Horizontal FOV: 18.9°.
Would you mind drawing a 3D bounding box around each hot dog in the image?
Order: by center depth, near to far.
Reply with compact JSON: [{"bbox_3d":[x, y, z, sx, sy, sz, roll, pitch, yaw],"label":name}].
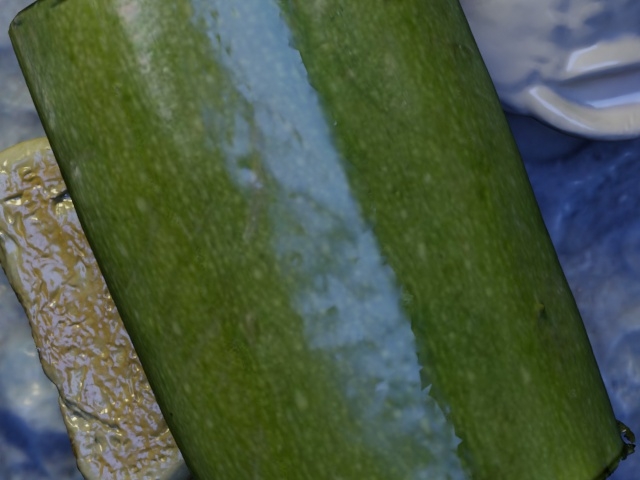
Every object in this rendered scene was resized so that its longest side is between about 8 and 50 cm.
[{"bbox_3d":[-0.146,0.051,1.231,0.084,0.073,0.242,-23,90,-2],"label":"hot dog"}]

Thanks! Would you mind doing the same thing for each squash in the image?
[{"bbox_3d":[0.000,0.000,1.145,0.263,0.263,0.384,-23,93,-5],"label":"squash"}]

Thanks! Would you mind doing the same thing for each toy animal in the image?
[{"bbox_3d":[0.224,-0.185,1.237,0.357,0.194,0.258,-28,115,9],"label":"toy animal"}]
